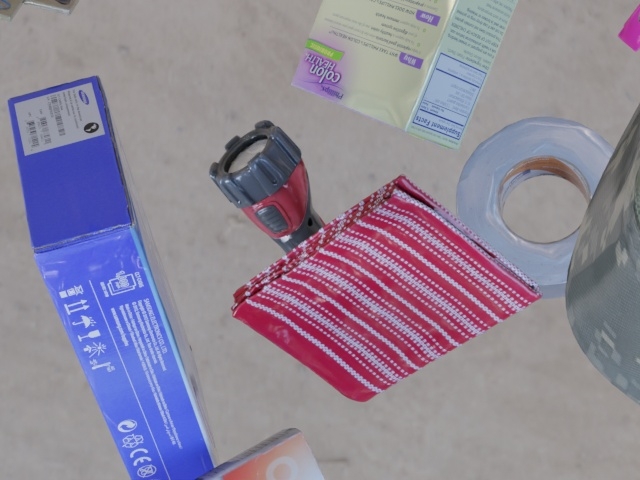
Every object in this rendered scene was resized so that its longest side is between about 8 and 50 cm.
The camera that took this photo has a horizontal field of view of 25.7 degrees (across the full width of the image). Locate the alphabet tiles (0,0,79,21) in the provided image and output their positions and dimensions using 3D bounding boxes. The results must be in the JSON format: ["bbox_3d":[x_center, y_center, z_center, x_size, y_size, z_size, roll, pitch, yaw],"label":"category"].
[{"bbox_3d":[-0.454,-0.351,1.723,0.342,0.285,0.011,13,122,-3],"label":"alphabet tiles"}]

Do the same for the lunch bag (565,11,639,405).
[{"bbox_3d":[0.225,-0.088,0.396,0.212,0.305,0.256,29,153,10],"label":"lunch bag"}]

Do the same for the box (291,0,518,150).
[{"bbox_3d":[0.110,-0.266,1.773,0.117,0.213,0.243,15,99,-49],"label":"box"}]

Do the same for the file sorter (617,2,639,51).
[{"bbox_3d":[0.374,-0.205,0.904,0.182,0.202,0.291,44,150,9],"label":"file sorter"}]

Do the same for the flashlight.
[{"bbox_3d":[0.000,0.000,1.630,0.103,0.103,0.304,-45,118,-7],"label":"flashlight"}]

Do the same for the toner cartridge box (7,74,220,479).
[{"bbox_3d":[-0.156,0.054,1.116,0.075,0.165,0.348,-15,139,-3],"label":"toner cartridge box"}]

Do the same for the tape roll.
[{"bbox_3d":[0.280,-0.041,1.752,0.219,0.219,0.072,-12,162,7],"label":"tape roll"}]

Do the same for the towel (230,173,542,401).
[{"bbox_3d":[0.059,0.060,1.414,0.199,0.031,0.275,38,132,-19],"label":"towel"}]

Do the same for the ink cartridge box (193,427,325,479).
[{"bbox_3d":[-0.044,0.263,1.132,0.145,0.045,0.179,-27,93,-25],"label":"ink cartridge box"}]
